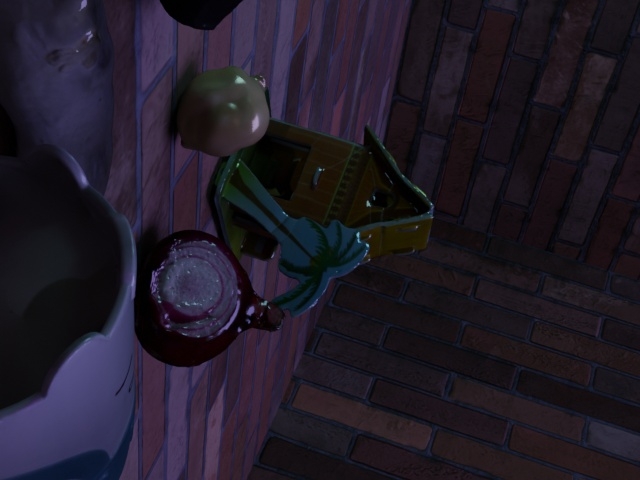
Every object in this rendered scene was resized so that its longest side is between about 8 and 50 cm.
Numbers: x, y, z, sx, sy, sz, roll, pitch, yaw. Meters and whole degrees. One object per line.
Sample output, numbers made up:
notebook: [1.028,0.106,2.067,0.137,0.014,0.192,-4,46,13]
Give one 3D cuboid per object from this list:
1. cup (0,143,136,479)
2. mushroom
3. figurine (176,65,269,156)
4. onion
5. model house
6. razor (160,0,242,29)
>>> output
cup: [-0.241,0.066,0.783,0.257,0.219,0.289,99,-20,-48]
mushroom: [-0.213,-0.112,0.918,0.351,0.097,0.109,101,11,-54]
figurine: [-0.122,-0.158,1.433,0.196,0.114,0.108,-162,-114,-88]
onion: [-0.149,0.083,1.453,0.135,0.198,0.173,-3,-110,66]
model house: [0.000,0.000,1.755,0.300,0.324,0.340,85,24,-68]
razor: [-0.050,-0.352,1.073,0.327,0.107,0.189,-48,-159,47]
